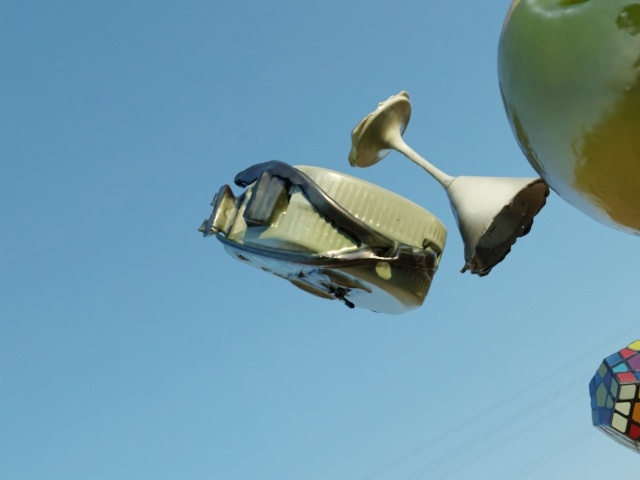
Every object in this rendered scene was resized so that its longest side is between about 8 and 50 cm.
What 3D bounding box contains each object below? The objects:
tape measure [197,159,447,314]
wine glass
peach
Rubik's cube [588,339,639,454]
[{"bbox_3d":[0.000,0.000,0.971,0.207,0.235,0.115,148,144,-77],"label":"tape measure"},{"bbox_3d":[0.123,-0.064,0.952,0.122,0.183,0.122,-39,-25,-22],"label":"wine glass"},{"bbox_3d":[0.234,-0.103,0.617,0.231,0.231,0.231,-27,-35,-21],"label":"peach"},{"bbox_3d":[0.364,0.177,1.064,0.133,0.133,0.112,-7,-14,-41],"label":"Rubik's cube"}]
